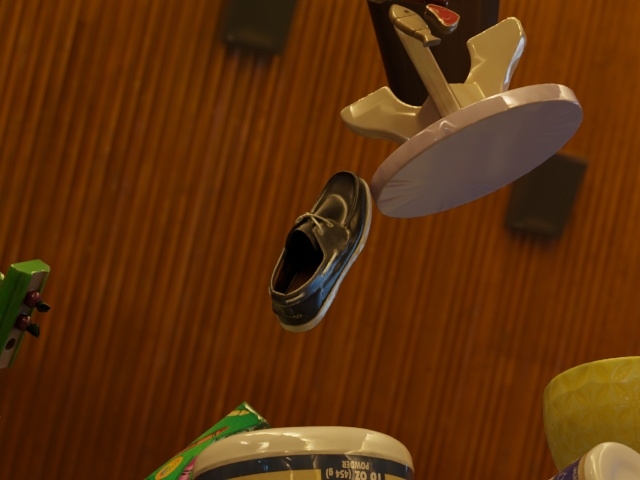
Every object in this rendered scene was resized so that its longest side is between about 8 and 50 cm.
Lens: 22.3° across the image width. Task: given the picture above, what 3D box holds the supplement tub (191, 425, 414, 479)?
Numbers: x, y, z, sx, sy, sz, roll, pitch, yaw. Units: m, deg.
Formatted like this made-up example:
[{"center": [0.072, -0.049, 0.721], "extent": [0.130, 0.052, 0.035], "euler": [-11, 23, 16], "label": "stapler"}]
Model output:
[{"center": [-0.012, 0.360, 1.607], "extent": [0.228, 0.316, 0.228], "euler": [-3, -21, -1], "label": "supplement tub"}]

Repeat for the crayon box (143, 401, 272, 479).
[{"center": [-0.078, 0.364, 2.066], "extent": [0.278, 0.165, 0.081], "euler": [57, -11, -24], "label": "crayon box"}]

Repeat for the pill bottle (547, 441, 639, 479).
[{"center": [0.228, 0.278, 1.508], "extent": [0.112, 0.112, 0.187], "euler": [15, -45, -40], "label": "pill bottle"}]

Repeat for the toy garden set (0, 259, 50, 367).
[{"center": [-0.341, 0.127, 1.434], "extent": [0.049, 0.204, 0.244], "euler": [32, 20, 22], "label": "toy garden set"}]

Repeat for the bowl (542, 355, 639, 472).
[{"center": [0.367, 0.244, 1.678], "extent": [0.289, 0.156, 0.289], "euler": [8, -24, 3], "label": "bowl"}]

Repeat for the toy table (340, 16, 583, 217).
[{"center": [0.169, -0.158, 2.029], "extent": [0.274, 0.161, 0.252], "euler": [-22, -30, -2], "label": "toy table"}]

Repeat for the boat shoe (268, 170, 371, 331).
[{"center": [0.000, 0.000, 2.040], "extent": [0.084, 0.233, 0.079], "euler": [5, -35, 32], "label": "boat shoe"}]

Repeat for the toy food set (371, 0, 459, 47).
[{"center": [0.081, -0.221, 1.469], "extent": [0.078, 0.019, 0.122], "euler": [-24, 53, -38], "label": "toy food set"}]

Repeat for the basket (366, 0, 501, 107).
[{"center": [0.174, -0.257, 2.347], "extent": [0.204, 0.227, 0.154], "euler": [-6, 2, -5], "label": "basket"}]
